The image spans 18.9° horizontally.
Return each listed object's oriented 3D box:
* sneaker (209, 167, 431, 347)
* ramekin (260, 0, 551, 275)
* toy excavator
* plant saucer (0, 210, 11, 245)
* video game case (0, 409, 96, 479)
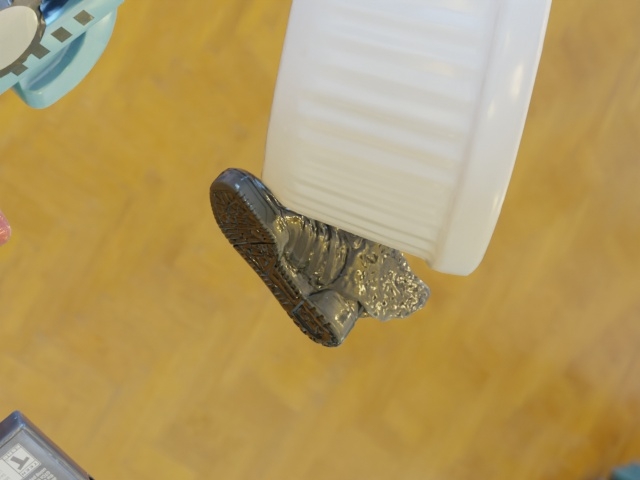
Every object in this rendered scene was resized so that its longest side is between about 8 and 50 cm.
[{"bbox_3d":[0.002,0.000,1.231,0.089,0.051,0.170,-49,119,-28],"label":"sneaker"},{"bbox_3d":[0.049,-0.123,1.055,0.273,0.127,0.273,-168,-90,-89],"label":"ramekin"},{"bbox_3d":[-0.355,-0.175,1.955,0.433,0.222,0.445,-40,157,-15],"label":"toy excavator"},{"bbox_3d":[-0.432,-0.044,1.599,0.259,0.258,0.048,-29,-168,6],"label":"plant saucer"},{"bbox_3d":[-0.191,0.261,1.312,0.196,0.026,0.274,-40,124,2],"label":"video game case"}]
